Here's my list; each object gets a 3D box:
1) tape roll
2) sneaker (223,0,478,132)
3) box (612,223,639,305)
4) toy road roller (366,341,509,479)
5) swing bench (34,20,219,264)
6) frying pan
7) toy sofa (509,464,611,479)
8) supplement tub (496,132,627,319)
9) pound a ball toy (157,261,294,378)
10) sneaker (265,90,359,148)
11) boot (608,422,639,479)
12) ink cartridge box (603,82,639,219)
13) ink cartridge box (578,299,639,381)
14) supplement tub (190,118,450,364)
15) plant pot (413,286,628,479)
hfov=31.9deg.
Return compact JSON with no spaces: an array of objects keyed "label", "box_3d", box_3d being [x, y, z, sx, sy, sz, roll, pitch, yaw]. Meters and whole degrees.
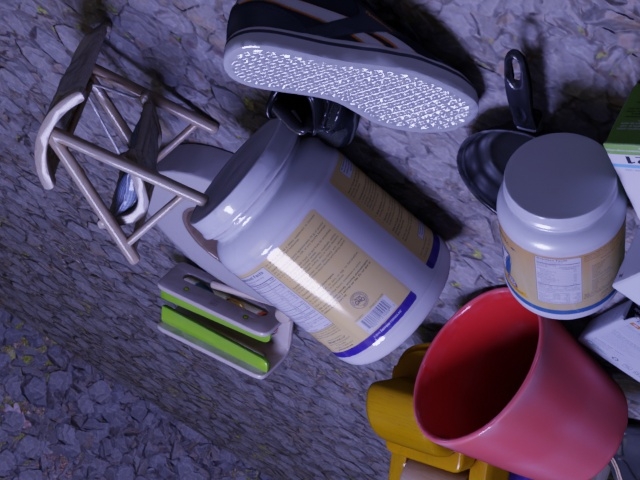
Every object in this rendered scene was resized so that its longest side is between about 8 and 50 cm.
[{"label":"tape roll","box_3d":[-0.140,-0.018,1.987,0.392,0.072,0.392,26,155,13]},{"label":"sneaker","box_3d":[0.045,-0.228,1.332,0.321,0.127,0.126,14,150,-22]},{"label":"box","box_3d":[0.379,0.020,1.165,0.087,0.101,0.102,34,156,-6]},{"label":"toy road roller","box_3d":[0.192,0.339,1.942,0.202,0.329,0.240,11,-172,41]},{"label":"swing bench","box_3d":[-0.300,-0.151,1.665,0.165,0.253,0.255,-38,114,22]},{"label":"frying pan","box_3d":[0.233,-0.120,1.371,0.197,0.053,0.326,4,142,44]},{"label":"toy sofa","box_3d":[0.385,0.503,1.980,0.177,0.362,0.150,31,157,-9]},{"label":"supplement tub","box_3d":[0.280,-0.015,1.299,0.144,0.144,0.199,20,151,26]},{"label":"pound a ball toy","box_3d":[-0.168,0.130,2.266,0.319,0.136,0.208,22,128,22]},{"label":"sneaker","box_3d":[-0.013,-0.171,1.480,0.087,0.130,0.227,26,158,17]},{"label":"boot","box_3d":[0.560,0.376,1.889,0.137,0.077,0.198,-9,134,49]},{"label":"ink cartridge box","box_3d":[0.444,-0.046,1.203,0.189,0.097,0.255,8,145,43]},{"label":"ink cartridge box","box_3d":[0.497,0.167,1.564,0.223,0.045,0.224,34,165,0]},{"label":"supplement tub","box_3d":[0.000,0.000,1.646,0.331,0.241,0.241,40,155,-15]},{"label":"plant pot","box_3d":[0.320,0.242,1.727,0.243,0.275,0.275,33,158,-25]}]
